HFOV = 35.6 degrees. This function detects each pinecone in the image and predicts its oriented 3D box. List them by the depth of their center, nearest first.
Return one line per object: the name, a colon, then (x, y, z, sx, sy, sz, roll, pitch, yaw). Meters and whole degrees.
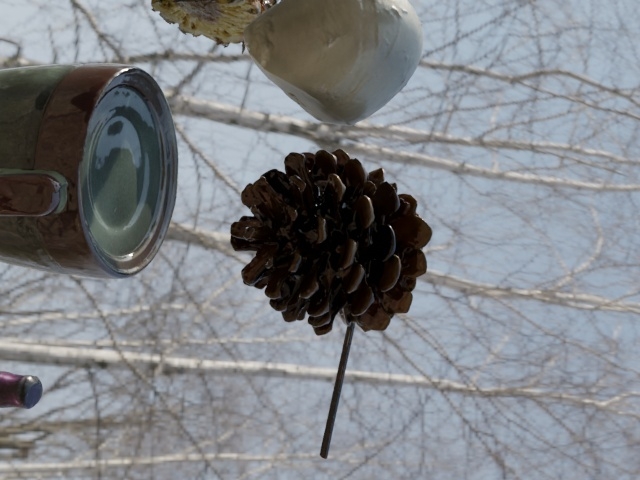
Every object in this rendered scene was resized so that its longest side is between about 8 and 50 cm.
pinecone: (0.004, -0.006, 1.293, 0.264, 0.264, 0.264, -12, -107, 45)

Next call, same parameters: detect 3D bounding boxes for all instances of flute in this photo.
flute: (0.030, 0.192, 1.452, 0.014, 0.014, 0.269, 22, -76, 47)

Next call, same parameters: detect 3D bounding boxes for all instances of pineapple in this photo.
pineapple: (-0.138, -0.352, 1.511, 0.233, 0.135, 0.079, 5, -116, 41)

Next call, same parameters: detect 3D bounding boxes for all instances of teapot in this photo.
teapot: (-0.358, -0.072, 1.083, 0.312, 0.315, 0.233, 3, -76, 17)

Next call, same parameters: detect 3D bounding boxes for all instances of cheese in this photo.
cheese: (0.029, -0.235, 1.215, 0.189, 0.198, 0.154, -40, -128, 13)

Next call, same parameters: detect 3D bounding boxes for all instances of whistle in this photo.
whistle: (-0.317, 0.121, 0.837, 0.177, 0.033, 0.033, 3, -97, 16)
